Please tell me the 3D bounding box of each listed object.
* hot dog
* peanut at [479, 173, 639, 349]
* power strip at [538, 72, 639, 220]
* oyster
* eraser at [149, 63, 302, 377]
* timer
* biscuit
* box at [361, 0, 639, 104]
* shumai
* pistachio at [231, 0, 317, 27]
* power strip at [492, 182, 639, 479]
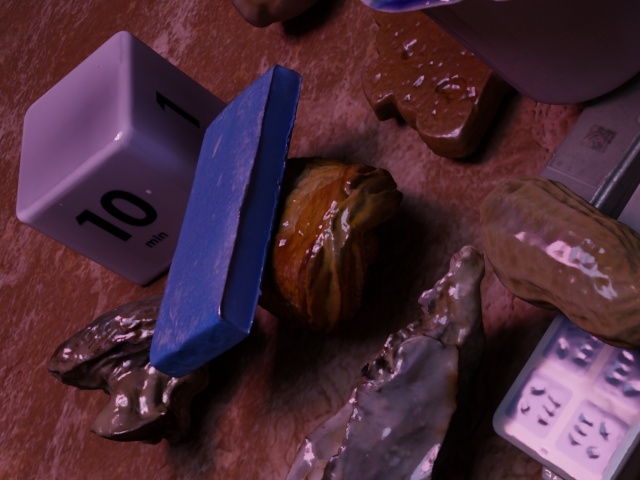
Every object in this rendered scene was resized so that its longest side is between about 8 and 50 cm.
[{"bbox_3d":[0.001,0.001,1.035,0.175,0.114,0.259,-62,25,-4],"label":"hot dog"},{"bbox_3d":[0.185,0.015,0.790,0.093,0.083,0.194,-53,40,10],"label":"peanut"},{"bbox_3d":[0.269,-0.108,0.889,0.272,0.052,0.078,-55,39,0],"label":"power strip"},{"bbox_3d":[0.052,0.169,0.860,0.341,0.110,0.166,-63,3,-11],"label":"oyster"},{"bbox_3d":[-0.093,-0.024,1.052,0.144,0.042,0.312,-33,38,46],"label":"eraser"},{"bbox_3d":[-0.226,-0.094,1.269,0.192,0.195,0.194,-33,45,26],"label":"timer"},{"bbox_3d":[0.172,-0.219,1.069,0.301,0.043,0.278,-31,46,24],"label":"biscuit"},{"bbox_3d":[0.188,-0.226,0.855,0.262,0.206,0.291,-42,37,19],"label":"box"},{"bbox_3d":[-0.180,0.141,1.122,0.209,0.161,0.153,-23,68,4],"label":"shumai"},{"bbox_3d":[-0.040,-0.370,1.320,0.153,0.137,0.238,132,160,-71],"label":"pistachio"},{"bbox_3d":[0.240,0.069,0.801,0.270,0.046,0.118,-57,39,-2],"label":"power strip"}]
